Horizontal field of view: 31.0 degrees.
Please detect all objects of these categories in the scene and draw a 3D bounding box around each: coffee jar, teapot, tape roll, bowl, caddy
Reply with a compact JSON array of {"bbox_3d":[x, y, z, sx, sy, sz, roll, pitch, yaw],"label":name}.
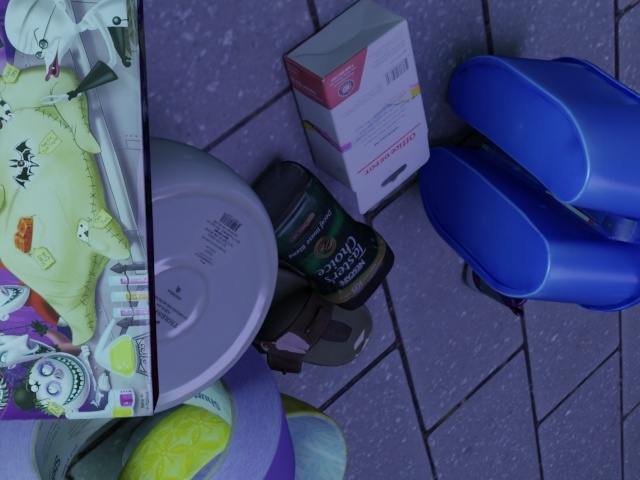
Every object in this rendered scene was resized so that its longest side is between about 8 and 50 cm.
[{"bbox_3d":[0.000,0.000,1.229,0.096,0.079,0.184,-52,135,-2],"label":"coffee jar"},{"bbox_3d":[-0.176,0.011,0.977,0.252,0.187,0.256,-19,128,-32],"label":"teapot"},{"bbox_3d":[-0.164,0.199,1.070,0.275,0.275,0.090,-34,140,-23],"label":"tape roll"},{"bbox_3d":[-0.127,0.265,1.265,0.289,0.156,0.289,-28,136,-30],"label":"bowl"},{"bbox_3d":[0.264,-0.069,1.286,0.179,0.341,0.241,4,118,-30],"label":"caddy"}]

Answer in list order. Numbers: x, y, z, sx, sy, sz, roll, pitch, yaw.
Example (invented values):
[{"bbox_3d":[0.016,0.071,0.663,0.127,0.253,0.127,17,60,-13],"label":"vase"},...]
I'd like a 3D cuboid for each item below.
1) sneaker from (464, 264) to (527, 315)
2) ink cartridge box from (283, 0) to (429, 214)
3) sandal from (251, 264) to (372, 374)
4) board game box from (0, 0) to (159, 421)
[{"bbox_3d":[0.264,-0.011,1.512,0.083,0.098,0.223,-20,133,-37],"label":"sneaker"},{"bbox_3d":[0.044,-0.135,1.197,0.115,0.067,0.198,-38,140,-19],"label":"ink cartridge box"},{"bbox_3d":[-0.023,0.099,1.300,0.303,0.086,0.120,10,111,-51],"label":"sandal"},{"bbox_3d":[-0.223,-0.043,0.805,0.208,0.056,0.347,-1,101,-1],"label":"board game box"}]
